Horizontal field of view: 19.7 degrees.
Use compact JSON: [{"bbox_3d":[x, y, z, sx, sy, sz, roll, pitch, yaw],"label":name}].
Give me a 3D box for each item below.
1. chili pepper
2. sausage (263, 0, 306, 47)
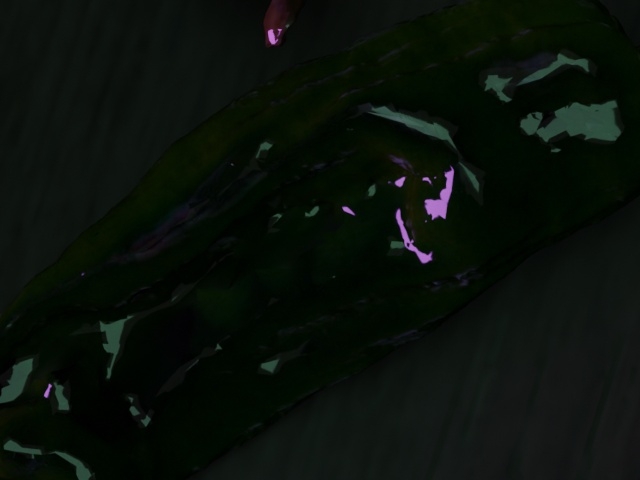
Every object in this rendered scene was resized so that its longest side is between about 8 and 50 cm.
[{"bbox_3d":[0.001,0.003,0.515,0.257,0.074,0.100,-33,85,8],"label":"chili pepper"},{"bbox_3d":[-0.070,-0.202,0.520,0.112,0.112,0.328,-29,83,4],"label":"sausage"}]
